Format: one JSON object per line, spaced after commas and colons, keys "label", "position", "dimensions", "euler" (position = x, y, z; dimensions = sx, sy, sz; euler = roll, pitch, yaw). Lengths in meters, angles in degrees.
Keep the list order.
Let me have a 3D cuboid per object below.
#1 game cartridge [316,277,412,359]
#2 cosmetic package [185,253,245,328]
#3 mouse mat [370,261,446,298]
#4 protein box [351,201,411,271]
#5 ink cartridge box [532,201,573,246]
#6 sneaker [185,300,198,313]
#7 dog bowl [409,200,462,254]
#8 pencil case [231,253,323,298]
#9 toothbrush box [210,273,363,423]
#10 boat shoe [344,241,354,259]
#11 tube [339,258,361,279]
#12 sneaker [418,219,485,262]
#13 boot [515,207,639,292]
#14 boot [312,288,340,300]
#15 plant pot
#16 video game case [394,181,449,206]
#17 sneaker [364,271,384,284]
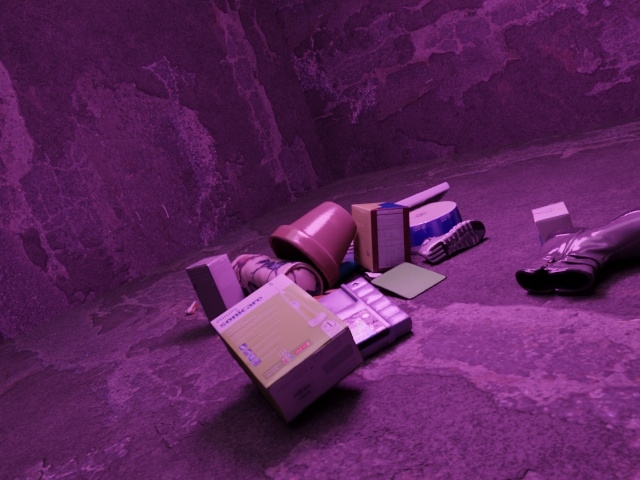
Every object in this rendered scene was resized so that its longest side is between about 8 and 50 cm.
{"label": "game cartridge", "position": [0.018, 0.223, 1.293], "dimensions": [0.355, 0.068, 0.230], "euler": [-25, 29, -20]}
{"label": "cosmetic package", "position": [-0.341, 0.174, 1.794], "dimensions": [0.127, 0.237, 0.107], "euler": [-13, 11, 39]}
{"label": "mouse mat", "position": [0.257, 0.115, 1.572], "dimensions": [0.153, 0.007, 0.190], "euler": [-26, 25, -25]}
{"label": "protein box", "position": [0.200, -0.017, 1.775], "dimensions": [0.136, 0.201, 0.200], "euler": [-5, 10, -13]}
{"label": "ink cartridge box", "position": [0.656, -0.044, 1.501], "dimensions": [0.090, 0.092, 0.143], "euler": [-16, 12, 22]}
{"label": "sneaker", "position": [-0.514, 0.268, 2.124], "dimensions": [0.037, 0.031, 0.083], "euler": [-17, 12, 12]}
{"label": "dog bowl", "position": [0.375, -0.047, 1.918], "dimensions": [0.265, 0.104, 0.265], "euler": [-19, 12, 4]}
{"label": "pencil case", "position": [-0.155, 0.146, 1.768], "dimensions": [0.160, 0.183, 0.410], "euler": [-33, 19, -27]}
{"label": "toothbrush box", "position": [-0.079, 0.220, 1.163], "dimensions": [0.206, 0.122, 0.283], "euler": [-35, 37, -19]}
{"label": "boat shoe", "position": [0.119, 0.019, 1.944], "dimensions": [0.268, 0.088, 0.096], "euler": [-12, -2, 12]}
{"label": "tube", "position": [0.112, 0.087, 1.899], "dimensions": [0.080, 0.052, 0.207], "euler": [-4, 14, 45]}
{"label": "sneaker", "position": [0.414, -0.006, 1.736], "dimensions": [0.229, 0.086, 0.132], "euler": [-25, 11, -17]}
{"label": "boot", "position": [0.633, 0.039, 1.196], "dimensions": [0.338, 0.118, 0.223], "euler": [-23, 10, 48]}
{"label": "boot", "position": [0.054, 0.185, 1.524], "dimensions": [0.153, 0.072, 0.197], "euler": [-6, 21, 35]}
{"label": "plant pot", "position": [0.000, 0.000, 1.761], "dimensions": [0.229, 0.263, 0.263], "euler": [-48, 23, -20]}
{"label": "video game case", "position": [0.324, -0.107, 2.127], "dimensions": [0.329, 0.036, 0.300], "euler": [-23, -13, -13]}
{"label": "sneaker", "position": [0.176, 0.122, 1.683], "dimensions": [0.044, 0.040, 0.109], "euler": [-15, 15, -24]}
